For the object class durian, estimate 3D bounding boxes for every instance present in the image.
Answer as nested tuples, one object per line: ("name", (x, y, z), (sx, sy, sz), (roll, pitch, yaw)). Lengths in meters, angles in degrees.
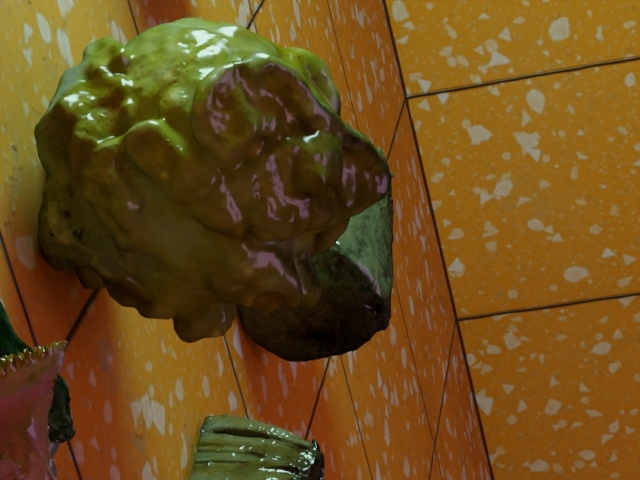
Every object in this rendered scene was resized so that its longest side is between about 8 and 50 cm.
("durian", (-0.237, 0.170, 1.227), (0.165, 0.132, 0.182), (-60, 152, -52))

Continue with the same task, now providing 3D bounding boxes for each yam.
("yam", (0.000, 0.000, 2.223), (0.300, 0.195, 0.195), (-86, 162, -48))

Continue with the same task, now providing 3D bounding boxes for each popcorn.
("popcorn", (-0.095, -0.056, 1.614), (0.312, 0.312, 0.312), (-9, 90, -77))

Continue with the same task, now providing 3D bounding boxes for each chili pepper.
("chili pepper", (-0.242, 0.100, 1.372), (0.227, 0.059, 0.088), (60, 25, -50))

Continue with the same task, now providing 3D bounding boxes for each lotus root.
("lotus root", (-0.069, 0.254, 1.887), (0.143, 0.144, 0.070), (-65, 151, -53))

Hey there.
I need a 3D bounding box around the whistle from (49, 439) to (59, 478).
("whistle", (-0.230, 0.168, 1.461), (0.035, 0.035, 0.100), (67, 18, -47))
